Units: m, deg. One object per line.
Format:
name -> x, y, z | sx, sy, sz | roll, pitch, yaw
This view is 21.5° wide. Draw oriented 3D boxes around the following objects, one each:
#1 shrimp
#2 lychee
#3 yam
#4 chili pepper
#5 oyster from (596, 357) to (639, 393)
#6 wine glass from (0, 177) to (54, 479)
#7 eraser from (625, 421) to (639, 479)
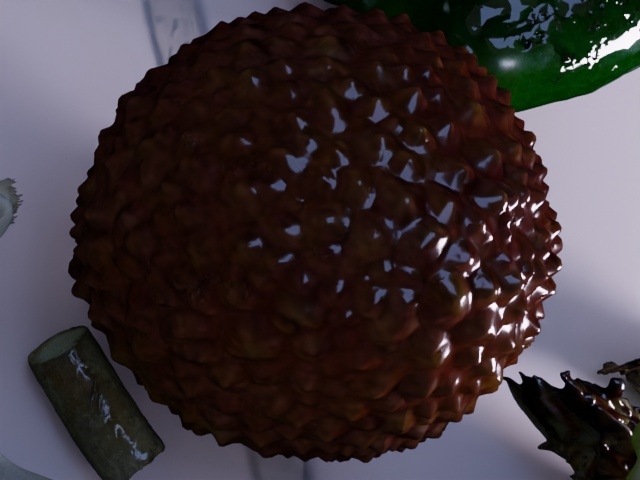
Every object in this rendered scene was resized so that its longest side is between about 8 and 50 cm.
shrimp -> 0.212, 0.217, 1.133 | 0.289, 0.075, 0.178 | 47, 47, -24
lychee -> 0.000, 0.000, 0.953 | 0.276, 0.304, 0.275 | -1, 94, -19
yam -> -0.127, 0.092, 0.947 | 0.043, 0.043, 0.094 | -29, 85, -44
chili pepper -> 0.131, -0.201, 1.192 | 0.257, 0.248, 0.233 | -32, 99, -35
oyster -> 0.277, 0.085, 1.233 | 0.177, 0.105, 0.056 | 13, 42, -58
wine glass -> -0.168, 0.131, 0.827 | 0.143, 0.143, 0.321 | -7, 70, -40
eraser -> 0.293, 0.259, 1.058 | 0.274, 0.092, 0.210 | 48, 33, -25
